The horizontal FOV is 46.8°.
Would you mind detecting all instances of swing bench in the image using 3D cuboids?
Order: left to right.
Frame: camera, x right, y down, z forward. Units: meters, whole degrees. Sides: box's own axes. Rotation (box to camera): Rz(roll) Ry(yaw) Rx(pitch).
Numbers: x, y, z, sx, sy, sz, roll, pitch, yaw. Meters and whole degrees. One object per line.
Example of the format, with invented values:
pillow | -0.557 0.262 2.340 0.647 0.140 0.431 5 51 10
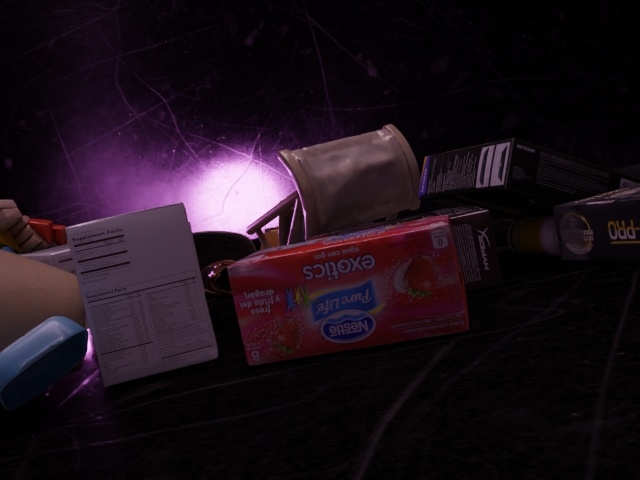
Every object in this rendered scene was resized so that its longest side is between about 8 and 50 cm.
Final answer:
swing bench | 0.031 -0.058 1.357 0.253 0.165 0.254 -18 -24 -32

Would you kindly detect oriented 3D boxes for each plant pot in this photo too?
plant pot | -0.458 0.111 0.982 0.274 0.256 0.256 3 -1 -20

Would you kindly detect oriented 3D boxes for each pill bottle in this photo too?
pill bottle | 0.356 -0.007 1.163 0.065 0.065 0.116 -14 4 -25

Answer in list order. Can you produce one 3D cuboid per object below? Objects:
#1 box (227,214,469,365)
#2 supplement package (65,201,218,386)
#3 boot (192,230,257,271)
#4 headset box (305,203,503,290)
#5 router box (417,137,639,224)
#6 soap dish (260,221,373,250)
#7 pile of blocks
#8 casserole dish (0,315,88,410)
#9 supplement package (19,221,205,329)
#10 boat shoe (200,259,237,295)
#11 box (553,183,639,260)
box | 0.037 0.055 0.865 0.257 0.122 0.128 -11 5 11
supplement package | -0.236 0.063 0.998 0.149 0.203 0.194 -13 5 -12
boot | -0.320 0.049 1.888 0.377 0.138 0.284 -17 4 10
headset box | 0.102 0.028 1.109 0.293 0.110 0.218 -12 4 4
router box | 0.356 -0.078 1.217 0.309 0.081 0.243 13 -6 -24
soap dish | 0.000 0.000 1.695 0.229 0.118 0.291 -11 6 14
pile of blocks | -0.519 0.035 1.449 0.113 0.149 0.362 -38 -44 19
casserole dish | -0.323 0.138 0.844 0.114 0.037 0.188 -39 -5 -26
supplement package | -0.386 0.065 1.372 0.262 0.145 0.204 -15 7 -36
boat shoe | -0.188 0.077 1.515 0.207 0.073 0.073 -8 4 41
box | 0.577 -0.056 1.007 0.395 0.097 0.318 -14 7 -23
